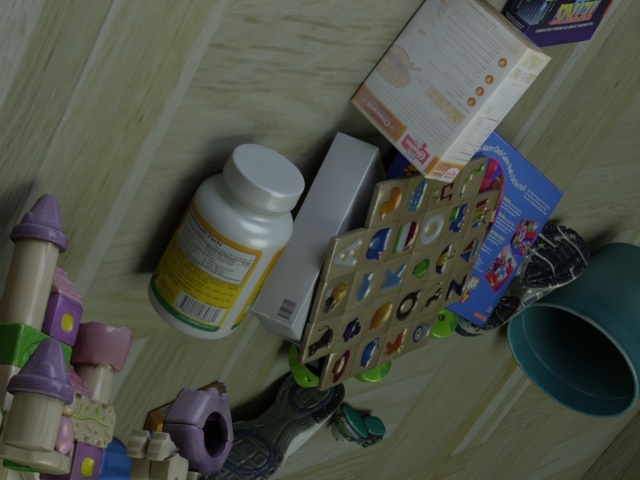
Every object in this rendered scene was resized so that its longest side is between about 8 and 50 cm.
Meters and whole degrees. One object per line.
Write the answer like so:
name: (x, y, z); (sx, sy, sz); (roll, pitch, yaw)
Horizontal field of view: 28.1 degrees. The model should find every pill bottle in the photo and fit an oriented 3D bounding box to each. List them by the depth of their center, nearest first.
pill bottle: (-0.102, 0.000, 1.420); (0.117, 0.117, 0.208); (-10, 140, -48)

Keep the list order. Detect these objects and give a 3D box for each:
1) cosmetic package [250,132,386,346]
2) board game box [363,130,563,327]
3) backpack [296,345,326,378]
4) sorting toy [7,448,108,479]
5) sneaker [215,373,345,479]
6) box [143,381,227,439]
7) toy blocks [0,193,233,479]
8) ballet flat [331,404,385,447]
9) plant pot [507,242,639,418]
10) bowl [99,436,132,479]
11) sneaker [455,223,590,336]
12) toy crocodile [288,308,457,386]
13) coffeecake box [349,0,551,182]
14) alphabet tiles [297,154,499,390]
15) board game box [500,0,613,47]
cosmetic package: (0.000, 0.000, 1.518); (0.239, 0.060, 0.099); (-64, 162, -14)
board game box: (0.191, -0.028, 1.743); (0.233, 0.078, 0.347); (-59, 149, 1)
backpack: (0.012, 0.094, 1.728); (0.152, 0.115, 0.182); (-48, 155, -16)
sorting toy: (-0.411, 0.288, 1.467); (0.347, 0.047, 0.196); (-31, 126, -23)
sneaker: (-0.083, 0.311, 1.922); (0.297, 0.111, 0.129); (-33, 160, -29)
box: (-0.185, 0.248, 1.785); (0.136, 0.028, 0.081); (-20, 146, -35)
toy blocks: (-0.255, 0.081, 1.190); (0.288, 0.309, 0.260); (41, 54, -56)
ballet flat: (0.055, 0.328, 2.207); (0.070, 0.070, 0.188); (-45, 151, 6)
plant pot: (0.533, 0.148, 2.393); (0.255, 0.271, 0.272); (-43, 158, -32)
bowl: (-0.399, 0.416, 1.687); (0.391, 0.077, 0.391); (-33, 153, -19)
sneaker: (0.332, 0.070, 2.184); (0.283, 0.110, 0.122); (-30, 169, -20)
toy crocodile: (0.095, 0.130, 1.923); (0.340, 0.105, 0.115); (-29, -170, -29)
coffeecake box: (0.146, -0.182, 1.459); (0.185, 0.142, 0.068); (-52, 152, 19)
alphabet tiles: (0.104, 0.038, 1.592); (0.342, 0.011, 0.285); (-17, 130, -48)
board game box: (0.311, -0.313, 1.601); (0.170, 0.048, 0.141); (-16, 142, -43)
